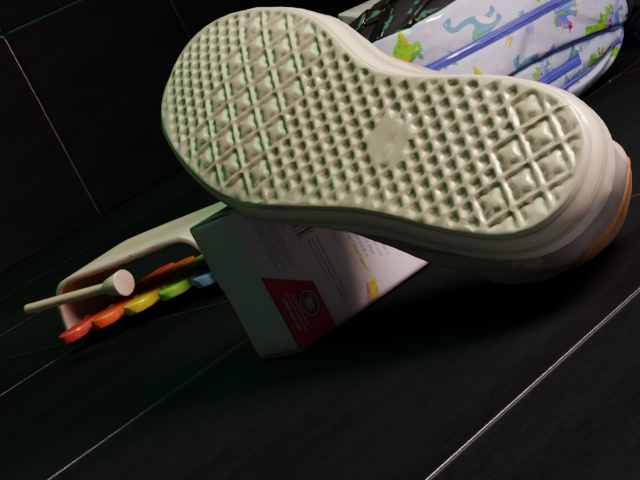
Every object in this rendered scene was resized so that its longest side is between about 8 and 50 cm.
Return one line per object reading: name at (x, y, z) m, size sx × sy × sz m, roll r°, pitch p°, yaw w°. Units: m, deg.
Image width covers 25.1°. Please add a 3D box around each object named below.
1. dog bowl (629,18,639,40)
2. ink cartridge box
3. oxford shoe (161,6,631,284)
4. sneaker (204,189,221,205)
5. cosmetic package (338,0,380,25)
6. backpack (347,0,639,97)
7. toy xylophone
dog bowl at (0.471, -0.377, 1.818) m, size 0.265 × 0.104 × 0.265 m, roll -43°, pitch 11°, yaw 10°
ink cartridge box at (0.000, 0.000, 1.197) m, size 0.175 × 0.127 × 0.072 m, roll -32°, pitch 8°, yaw -34°
oxford shoe at (0.043, -0.069, 1.073) m, size 0.449 × 0.130 × 0.169 m, roll 19°, pitch 86°, yaw 43°
sneaker at (-0.029, -0.112, 2.060) m, size 0.270 × 0.090 × 0.145 m, roll -17°, pitch 12°, yaw 33°
cosmetic package at (0.235, -0.308, 1.994) m, size 0.365 × 0.155 × 0.197 m, roll -26°, pitch 23°, yaw -21°
backpack at (0.171, -0.218, 1.657) m, size 0.355 × 0.273 × 0.290 m, roll -16°, pitch 8°, yaw -40°
toy xylophone at (-0.207, 0.046, 1.691) m, size 0.322 × 0.081 × 0.236 m, roll -17°, pitch 13°, yaw 48°
